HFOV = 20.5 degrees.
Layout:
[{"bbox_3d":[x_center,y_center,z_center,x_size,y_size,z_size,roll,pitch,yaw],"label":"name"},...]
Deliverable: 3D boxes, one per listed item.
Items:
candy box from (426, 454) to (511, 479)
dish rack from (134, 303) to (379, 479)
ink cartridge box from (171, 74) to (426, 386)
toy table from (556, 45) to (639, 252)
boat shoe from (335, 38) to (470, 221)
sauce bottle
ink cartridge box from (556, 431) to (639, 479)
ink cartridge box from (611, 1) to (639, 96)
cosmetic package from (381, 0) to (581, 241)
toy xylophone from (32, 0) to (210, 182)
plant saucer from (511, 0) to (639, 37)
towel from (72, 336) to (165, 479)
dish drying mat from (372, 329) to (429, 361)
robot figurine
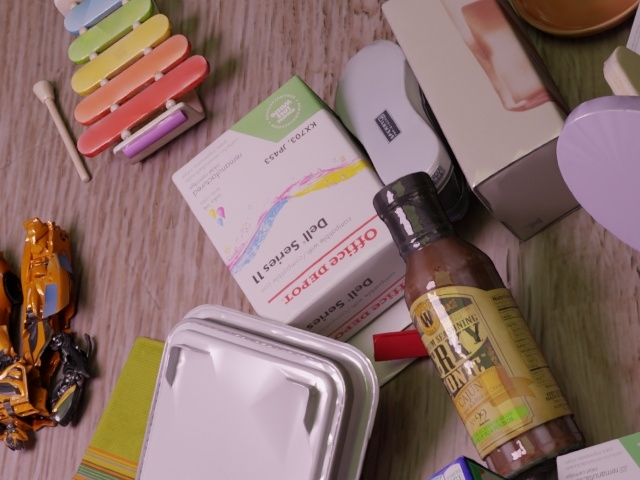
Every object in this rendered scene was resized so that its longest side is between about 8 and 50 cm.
[{"bbox_3d":[0.118,0.419,1.722,0.268,0.122,0.317,-39,48,22],"label":"candy box"},{"bbox_3d":[-0.094,0.253,1.951,0.285,0.072,0.333,15,95,33],"label":"dish rack"},{"bbox_3d":[0.000,0.000,2.071,0.207,0.119,0.353,-39,54,5],"label":"ink cartridge box"},{"bbox_3d":[0.388,-0.090,1.826,0.252,0.274,0.161,-40,15,43],"label":"toy table"},{"bbox_3d":[0.105,-0.128,2.098,0.108,0.102,0.301,-41,37,11],"label":"boat shoe"},{"bbox_3d":[0.158,0.090,1.885,0.111,0.111,0.344,-31,72,11],"label":"sauce bottle"},{"bbox_3d":[0.325,0.301,1.732,0.154,0.093,0.212,-22,57,36],"label":"ink cartridge box"},{"bbox_3d":[0.495,-0.192,1.936,0.333,0.065,0.165,9,69,34],"label":"ink cartridge box"},{"bbox_3d":[0.200,-0.167,2.032,0.129,0.153,0.296,-31,55,12],"label":"cosmetic package"},{"bbox_3d":[-0.275,-0.215,2.363,0.236,0.081,0.322,-40,53,6],"label":"toy xylophone"},{"bbox_3d":[0.322,-0.325,2.116,0.200,0.037,0.200,-14,58,24],"label":"plant saucer"},{"bbox_3d":[-0.232,0.231,2.141,0.102,0.021,0.237,13,71,32],"label":"towel"},{"bbox_3d":[0.101,0.117,1.994,0.083,0.008,0.032,-6,99,-6],"label":"dish drying mat"},{"bbox_3d":[-0.392,0.125,2.245,0.211,0.085,0.291,-17,58,21],"label":"robot figurine"}]
